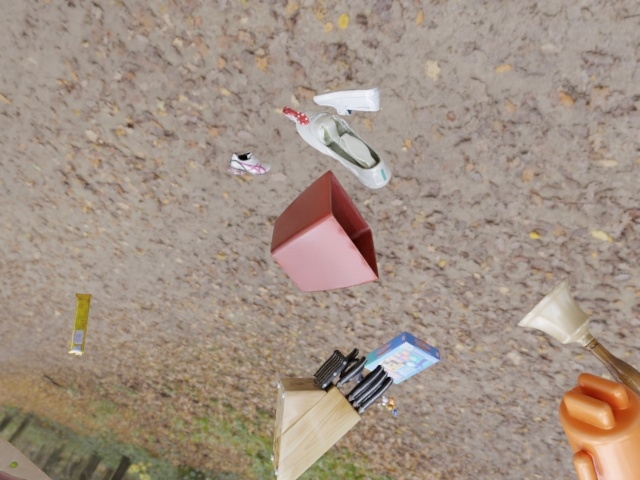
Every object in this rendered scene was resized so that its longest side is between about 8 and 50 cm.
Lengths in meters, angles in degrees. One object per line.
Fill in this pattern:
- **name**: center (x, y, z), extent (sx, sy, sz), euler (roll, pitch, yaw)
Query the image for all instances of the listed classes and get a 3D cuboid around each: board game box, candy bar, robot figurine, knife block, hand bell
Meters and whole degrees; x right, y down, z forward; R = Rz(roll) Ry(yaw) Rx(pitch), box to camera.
- **board game box**: center (0.276, 0.405, 1.697), extent (0.160, 0.047, 0.210), euler (32, 128, -23)
- **candy bar**: center (-0.627, 0.217, 1.290), extent (0.040, 0.161, 0.018), euler (14, 159, -40)
- **robot figurine**: center (0.471, 0.317, 0.802), extent (0.128, 0.158, 0.219), euler (-19, 112, 26)
- **knife block**: center (0.027, 0.372, 1.060), extent (0.242, 0.275, 0.088), euler (5, -178, -12)
- **hand bell**: center (0.494, 0.192, 0.887), extent (0.242, 0.126, 0.126), euler (45, 155, 23)

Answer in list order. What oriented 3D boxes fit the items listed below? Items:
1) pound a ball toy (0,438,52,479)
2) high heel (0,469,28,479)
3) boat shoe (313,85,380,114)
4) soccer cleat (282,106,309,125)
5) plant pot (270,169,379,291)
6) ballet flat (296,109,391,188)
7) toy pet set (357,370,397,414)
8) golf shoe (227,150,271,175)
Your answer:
- **pound a ball toy**: center (-0.548, 0.554, 0.899), extent (0.319, 0.136, 0.208), euler (36, 116, 8)
- **high heel**: center (-0.286, 0.303, 0.503), extent (0.377, 0.127, 0.181), euler (20, 157, 8)
- **boat shoe**: center (0.063, -0.331, 1.184), extent (0.184, 0.066, 0.063), euler (5, 119, 33)
- **soccer cleat**: center (-0.060, -0.316, 1.263), extent (0.083, 0.029, 0.035), euler (31, -174, 16)
- **plant pot**: center (0.000, 0.000, 1.482), extent (0.236, 0.267, 0.267), euler (-28, 120, 17)
- **ballet flat**: center (0.067, -0.320, 1.566), extent (0.400, 0.139, 0.139), euler (43, 154, 22)
- **toy pet set**: center (0.150, 0.441, 1.419), extent (0.122, 0.065, 0.114), euler (14, 122, 62)
- **golf shoe**: center (-0.261, -0.297, 1.897), extent (0.067, 0.186, 0.086), euler (46, 126, 34)
